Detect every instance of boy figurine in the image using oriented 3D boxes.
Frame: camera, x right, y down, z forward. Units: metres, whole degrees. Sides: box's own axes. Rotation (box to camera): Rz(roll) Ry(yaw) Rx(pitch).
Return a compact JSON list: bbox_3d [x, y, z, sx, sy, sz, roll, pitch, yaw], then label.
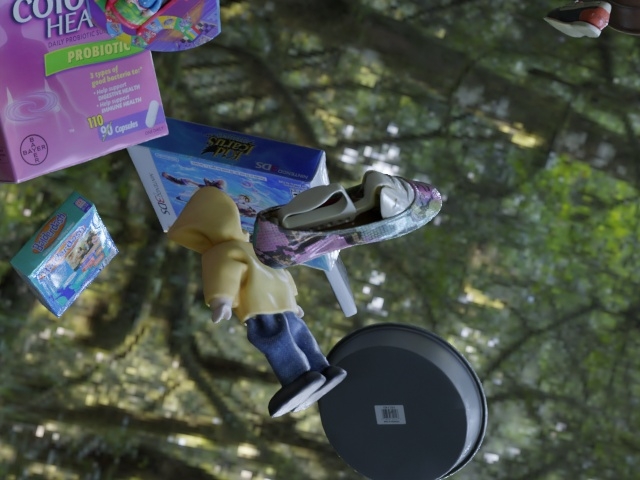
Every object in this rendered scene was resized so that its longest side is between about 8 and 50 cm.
[{"bbox_3d":[-0.087,0.064,1.478,0.092,0.177,0.285,-40,-105,22],"label":"boy figurine"}]

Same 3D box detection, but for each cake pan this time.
[{"bbox_3d":[0.124,0.278,2.077,0.293,0.293,0.054,-67,169,25],"label":"cake pan"}]

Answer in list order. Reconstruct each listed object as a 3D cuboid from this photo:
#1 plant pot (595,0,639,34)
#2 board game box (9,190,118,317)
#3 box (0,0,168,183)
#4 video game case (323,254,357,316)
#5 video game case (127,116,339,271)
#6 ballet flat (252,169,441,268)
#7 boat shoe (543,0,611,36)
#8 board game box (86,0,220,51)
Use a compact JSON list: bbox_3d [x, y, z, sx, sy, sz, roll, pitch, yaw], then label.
[{"bbox_3d":[0.451,-0.399,1.740,0.165,0.167,0.167,66,16,-45],"label":"plant pot"},{"bbox_3d":[-0.425,0.026,2.123,0.160,0.047,0.210,-50,164,-16],"label":"board game box"},{"bbox_3d":[-0.315,-0.211,1.463,0.117,0.214,0.243,6,-68,48],"label":"box"},{"bbox_3d":[0.000,0.000,1.984,0.183,0.023,0.201,-103,168,-70],"label":"video game case"},{"bbox_3d":[-0.115,-0.064,1.770,0.244,0.270,0.061,75,31,-60],"label":"video game case"},{"bbox_3d":[0.032,-0.033,1.356,0.079,0.222,0.077,88,-21,-45],"label":"ballet flat"},{"bbox_3d":[0.347,-0.303,1.712,0.043,0.049,0.137,-63,-161,3],"label":"boat shoe"},{"bbox_3d":[-0.166,-0.239,1.216,0.168,0.133,0.033,92,4,-46],"label":"board game box"}]
